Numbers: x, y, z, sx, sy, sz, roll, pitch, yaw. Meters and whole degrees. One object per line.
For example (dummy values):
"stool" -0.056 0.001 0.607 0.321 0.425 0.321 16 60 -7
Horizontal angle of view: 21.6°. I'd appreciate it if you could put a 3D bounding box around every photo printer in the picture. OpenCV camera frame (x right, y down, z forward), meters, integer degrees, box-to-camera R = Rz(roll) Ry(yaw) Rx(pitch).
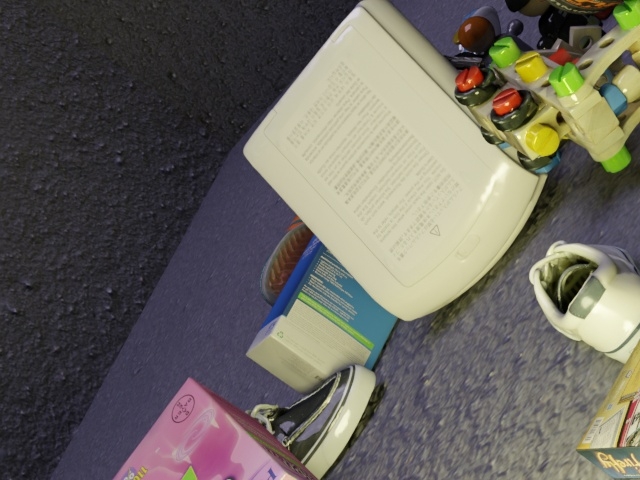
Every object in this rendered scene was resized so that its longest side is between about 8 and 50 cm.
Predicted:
"photo printer" 0.090 -0.082 1.893 0.256 0.307 0.107 -51 -19 24

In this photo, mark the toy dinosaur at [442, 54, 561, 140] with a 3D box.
"toy dinosaur" 0.133 -0.134 2.012 0.322 0.218 0.164 19 48 36

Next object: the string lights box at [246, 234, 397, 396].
"string lights box" 0.030 0.069 2.075 0.077 0.133 0.260 -40 16 54

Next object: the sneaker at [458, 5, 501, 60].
"sneaker" 0.244 -0.280 2.482 0.083 0.071 0.191 -31 32 48

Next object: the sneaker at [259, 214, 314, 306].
"sneaker" 0.000 0.000 2.527 0.302 0.108 0.121 -50 7 -30

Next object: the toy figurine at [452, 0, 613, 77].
"toy figurine" 0.258 -0.260 2.104 0.209 0.148 0.213 -47 13 32

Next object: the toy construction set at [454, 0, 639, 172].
"toy construction set" 0.266 -0.166 1.713 0.215 0.151 0.327 -39 10 -2

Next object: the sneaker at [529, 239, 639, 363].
"sneaker" 0.227 0.035 1.446 0.094 0.091 0.258 -53 11 0

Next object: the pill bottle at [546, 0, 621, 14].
"pill bottle" 0.281 -0.300 1.698 0.130 0.130 0.245 -54 4 -4

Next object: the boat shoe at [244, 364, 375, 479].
"boat shoe" -0.059 0.248 1.960 0.306 0.105 0.113 -49 11 22

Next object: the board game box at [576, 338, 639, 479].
"board game box" 0.294 0.060 1.211 0.243 0.042 0.165 -57 11 -17

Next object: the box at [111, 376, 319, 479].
"box" -0.116 0.300 1.774 0.213 0.117 0.243 -53 36 -1
